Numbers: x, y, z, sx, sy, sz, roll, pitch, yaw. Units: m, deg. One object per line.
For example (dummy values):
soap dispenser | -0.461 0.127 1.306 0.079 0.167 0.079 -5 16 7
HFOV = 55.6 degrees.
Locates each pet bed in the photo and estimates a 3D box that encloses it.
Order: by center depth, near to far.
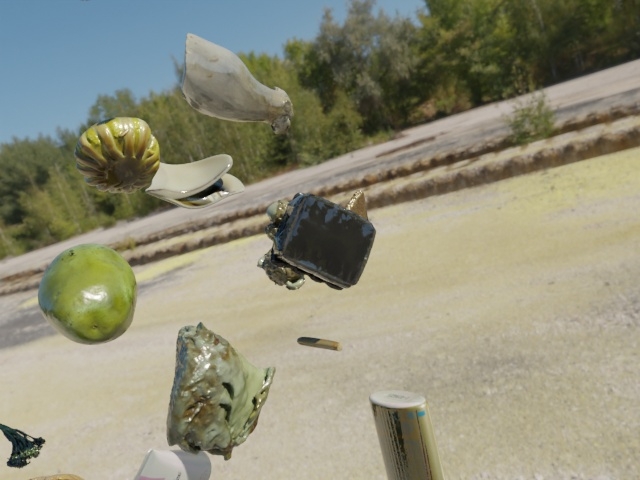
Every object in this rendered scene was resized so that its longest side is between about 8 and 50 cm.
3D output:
pet bed | 0.000 0.000 1.398 0.211 0.183 0.159 23 -10 -14

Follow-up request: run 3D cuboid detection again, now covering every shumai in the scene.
shumai | -0.128 0.199 0.807 0.142 0.184 0.184 7 4 -13

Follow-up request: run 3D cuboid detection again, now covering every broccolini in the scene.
broccolini | -1.015 0.635 1.905 0.062 0.271 0.123 -58 14 29

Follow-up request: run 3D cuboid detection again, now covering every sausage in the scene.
sausage | -0.004 0.243 1.433 0.132 0.024 0.024 2 21 41

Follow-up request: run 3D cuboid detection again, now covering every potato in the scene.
potato | -0.528 0.124 1.392 0.215 0.216 0.304 -21 37 -14

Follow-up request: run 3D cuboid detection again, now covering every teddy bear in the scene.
teddy bear | -0.093 0.026 1.973 0.267 0.256 0.156 30 -5 31

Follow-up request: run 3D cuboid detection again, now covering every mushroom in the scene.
mushroom | -0.127 -0.232 0.940 0.225 0.116 0.093 21 -30 -37

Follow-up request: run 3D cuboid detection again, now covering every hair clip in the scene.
hair clip | -0.352 -0.166 1.700 0.282 0.113 0.172 -14 41 -18

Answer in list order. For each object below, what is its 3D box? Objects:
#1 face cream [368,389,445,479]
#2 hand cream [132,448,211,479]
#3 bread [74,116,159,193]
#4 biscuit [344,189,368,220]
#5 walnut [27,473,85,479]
face cream | 0.172 0.425 1.128 0.067 0.285 0.139 -17 6 -37
hand cream | -0.416 0.640 1.652 0.118 0.185 0.358 27 -5 19
bread | -0.475 -0.192 1.437 0.213 0.105 0.213 -20 -30 -12
biscuit | 0.087 -0.020 1.590 0.025 0.231 0.131 22 61 25
walnut | -0.509 0.573 1.186 0.198 0.245 0.198 -34 -6 -4
